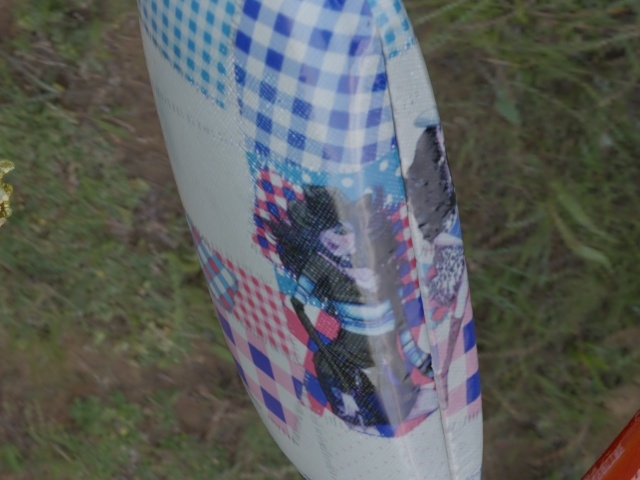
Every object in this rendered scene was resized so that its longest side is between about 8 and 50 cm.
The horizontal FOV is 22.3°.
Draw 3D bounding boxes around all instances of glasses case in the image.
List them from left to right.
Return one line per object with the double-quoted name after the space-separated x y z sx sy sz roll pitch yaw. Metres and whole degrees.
0.000 0.000 0.662 0.076 0.125 0.327 -36 135 -26 "glasses case"

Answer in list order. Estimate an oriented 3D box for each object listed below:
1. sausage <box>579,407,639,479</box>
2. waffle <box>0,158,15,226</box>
0.106 0.042 0.424 0.034 0.034 0.129 22 114 -31 "sausage"
-0.203 -0.019 0.873 0.085 0.016 0.078 32 90 -49 "waffle"
